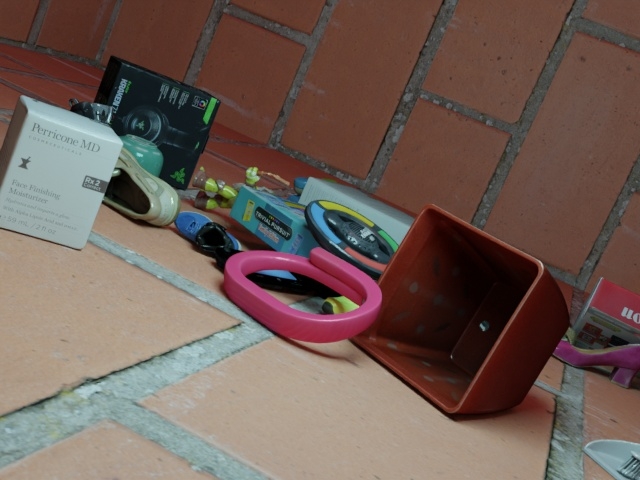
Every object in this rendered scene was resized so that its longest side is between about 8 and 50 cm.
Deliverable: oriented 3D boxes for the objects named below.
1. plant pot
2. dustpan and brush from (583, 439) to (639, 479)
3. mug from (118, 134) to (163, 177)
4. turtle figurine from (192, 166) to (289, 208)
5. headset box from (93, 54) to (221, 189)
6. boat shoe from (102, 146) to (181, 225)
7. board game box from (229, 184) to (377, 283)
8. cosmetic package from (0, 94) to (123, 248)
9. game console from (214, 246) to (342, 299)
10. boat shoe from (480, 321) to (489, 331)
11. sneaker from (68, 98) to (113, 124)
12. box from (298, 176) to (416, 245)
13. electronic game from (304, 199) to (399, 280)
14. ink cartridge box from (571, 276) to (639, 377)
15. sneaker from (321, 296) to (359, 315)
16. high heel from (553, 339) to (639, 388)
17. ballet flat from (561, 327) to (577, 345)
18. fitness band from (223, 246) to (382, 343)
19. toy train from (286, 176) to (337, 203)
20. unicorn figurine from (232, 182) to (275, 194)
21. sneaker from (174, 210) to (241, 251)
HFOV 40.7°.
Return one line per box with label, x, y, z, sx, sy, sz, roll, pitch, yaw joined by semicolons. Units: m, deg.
plant pot;0.260;0.138;1.455;0.236;0.267;0.267;29;3;-45
dustpan and brush;0.554;0.367;1.402;0.211;0.060;0.147;18;11;-28
mug;-0.437;-0.188;1.977;0.129;0.097;0.158;31;12;35
turtle figurine;-0.181;-0.084;1.980;0.218;0.087;0.269;14;-25;9
headset box;-0.411;-0.282;2.113;0.283;0.246;0.131;19;10;-31
boat shoe;-0.412;-0.124;1.696;0.302;0.109;0.098;33;12;22
board game box;0.000;0.000;1.800;0.254;0.079;0.336;16;11;-39
cosmetic package;-0.422;-0.109;1.354;0.151;0.183;0.151;17;11;-27
game console;-0.039;0.075;1.658;0.361;0.043;0.213;12;14;-45
boat shoe;0.380;0.147;2.047;0.113;0.104;0.306;23;16;-24
sneaker;-0.476;-0.213;1.862;0.269;0.153;0.101;28;11;25
box;0.125;-0.001;2.060;0.345;0.168;0.215;29;11;31
electronic game;0.070;-0.002;1.613;0.229;0.048;0.229;29;22;-13
ink cartridge box;0.804;0.231;2.145;0.310;0.130;0.272;26;-21;15
sneaker;0.088;0.115;1.584;0.209;0.094;0.081;11;17;-45
high heel;0.651;0.254;2.047;0.244;0.117;0.082;24;10;6
ballet flat;0.547;0.217;2.167;0.206;0.073;0.067;21;24;10
fitness band;-0.032;0.083;1.430;0.209;0.054;0.291;-16;32;-38
toy train;0.013;-0.098;2.258;0.248;0.143;0.105;-7;29;-41
unicorn figurine;-0.170;-0.115;2.301;0.111;0.060;0.162;17;11;-33
sneaker;-0.226;-0.019;1.651;0.152;0.058;0.084;33;-5;17
